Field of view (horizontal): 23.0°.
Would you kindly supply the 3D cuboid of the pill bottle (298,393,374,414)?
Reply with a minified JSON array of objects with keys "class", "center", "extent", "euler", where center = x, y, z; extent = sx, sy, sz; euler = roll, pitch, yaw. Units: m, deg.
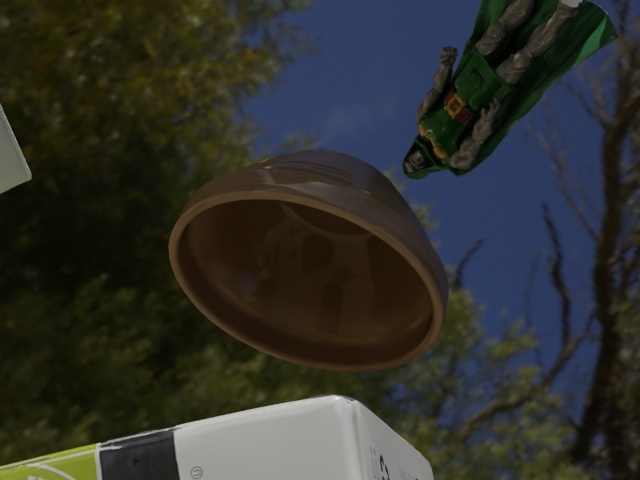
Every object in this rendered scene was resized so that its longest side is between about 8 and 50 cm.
[{"class":"pill bottle","center":[0.040,0.267,1.490],"extent":[0.153,0.153,0.264],"euler":[29,-22,40]}]

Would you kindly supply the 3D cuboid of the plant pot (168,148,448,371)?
[{"class":"plant pot","center":[0.000,0.000,1.334],"extent":[0.237,0.110,0.237],"euler":[13,-36,9]}]

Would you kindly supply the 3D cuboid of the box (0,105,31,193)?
[{"class":"box","center":[-0.264,-0.109,0.853],"extent":[0.181,0.119,0.182],"euler":[39,-28,56]}]

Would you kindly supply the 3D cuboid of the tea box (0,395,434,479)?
[{"class":"tea box","center":[-0.087,0.277,0.732],"extent":[0.220,0.323,0.329],"euler":[49,28,-69]}]

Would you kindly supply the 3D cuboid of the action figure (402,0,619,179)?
[{"class":"action figure","center":[0.142,-0.136,1.373],"extent":[0.137,0.063,0.232],"euler":[55,-53,28]}]
